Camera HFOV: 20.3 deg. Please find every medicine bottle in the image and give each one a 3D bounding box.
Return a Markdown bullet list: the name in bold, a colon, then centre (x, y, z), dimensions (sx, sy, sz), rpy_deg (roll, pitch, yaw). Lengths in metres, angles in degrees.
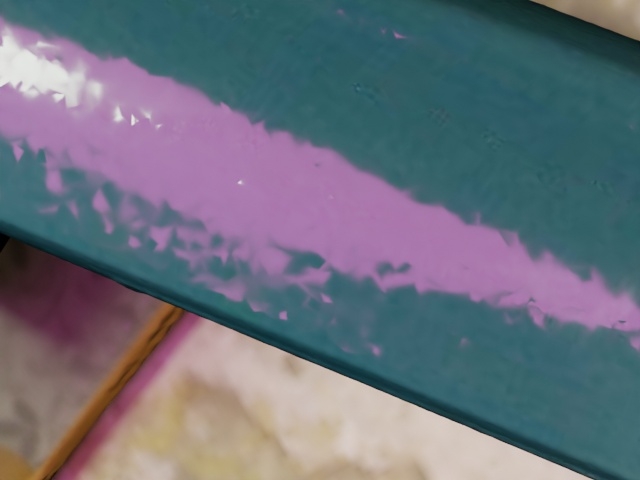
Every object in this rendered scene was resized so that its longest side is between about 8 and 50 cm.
- **medicine bottle**: centre (0.000, 0.000, 0.359), dimensions (0.258, 0.079, 0.124), rpy_deg (19, 107, 7)

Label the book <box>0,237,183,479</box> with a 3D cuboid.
- **book**: centre (-0.159, -0.034, 0.466), dimensions (0.269, 0.032, 0.389), rpy_deg (42, 112, 9)
